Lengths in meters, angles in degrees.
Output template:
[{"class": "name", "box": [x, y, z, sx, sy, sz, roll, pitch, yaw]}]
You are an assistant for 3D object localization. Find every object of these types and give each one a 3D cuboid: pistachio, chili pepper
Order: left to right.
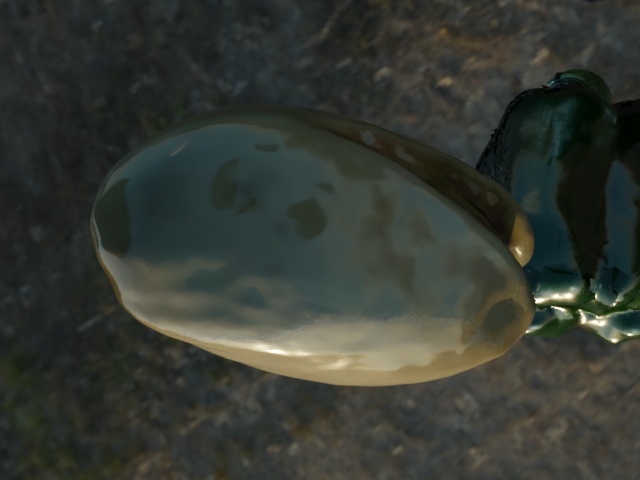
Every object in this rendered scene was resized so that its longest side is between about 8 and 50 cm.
[{"class": "pistachio", "box": [0.000, 0.000, 0.889, 0.238, 0.137, 0.153, 14, 145, -19]}, {"class": "chili pepper", "box": [0.200, -0.047, 1.335, 0.174, 0.261, 0.165, 1, 149, 12]}]

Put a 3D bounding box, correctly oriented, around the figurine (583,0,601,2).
[{"class": "figurine", "box": [0.212, -0.256, 1.217, 0.265, 0.175, 0.197, 37, -170, -48]}]
